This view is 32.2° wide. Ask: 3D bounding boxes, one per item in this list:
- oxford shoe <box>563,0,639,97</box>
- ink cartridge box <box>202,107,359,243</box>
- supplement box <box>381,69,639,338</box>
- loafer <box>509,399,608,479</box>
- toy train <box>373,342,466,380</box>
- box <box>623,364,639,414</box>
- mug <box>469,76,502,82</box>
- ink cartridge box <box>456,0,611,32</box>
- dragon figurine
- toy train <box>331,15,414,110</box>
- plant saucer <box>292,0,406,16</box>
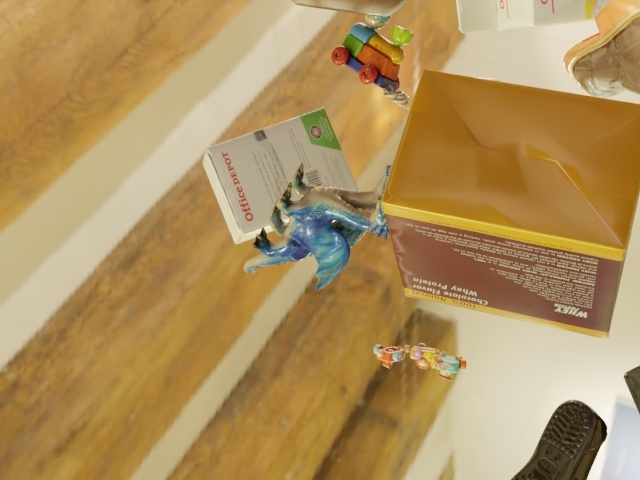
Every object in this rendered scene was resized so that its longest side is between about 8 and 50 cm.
[{"bbox_3d":[0.410,-0.227,1.442,0.130,0.133,0.364,-28,-8,2],"label":"oxford shoe"},{"bbox_3d":[-0.070,-0.107,1.863,0.219,0.160,0.092,-20,-7,-16],"label":"ink cartridge box"},{"bbox_3d":[0.169,-0.026,0.946,0.194,0.191,0.129,68,-143,-63],"label":"supplement box"},{"bbox_3d":[0.286,0.299,1.342,0.078,0.080,0.220,20,-74,-36],"label":"loafer"},{"bbox_3d":[0.185,0.229,2.049,0.125,0.166,0.046,-7,-74,-50],"label":"toy train"},{"bbox_3d":[0.696,0.263,1.678,0.097,0.395,0.318,8,-125,-47],"label":"box"},{"bbox_3d":[0.282,-0.246,1.893,0.078,0.064,0.062,56,-135,-40],"label":"mug"},{"bbox_3d":[0.399,-0.464,1.845,0.353,0.119,0.207,-13,-78,-22],"label":"ink cartridge box"},{"bbox_3d":[0.000,0.000,1.375,0.289,0.144,0.085,-55,5,41],"label":"dragon figurine"},{"bbox_3d":[0.147,-0.370,2.249,0.105,0.248,0.143,10,-66,-52],"label":"toy train"},{"bbox_3d":[0.034,-0.367,1.689,0.198,0.198,0.036,-17,-63,-63],"label":"plant saucer"}]
